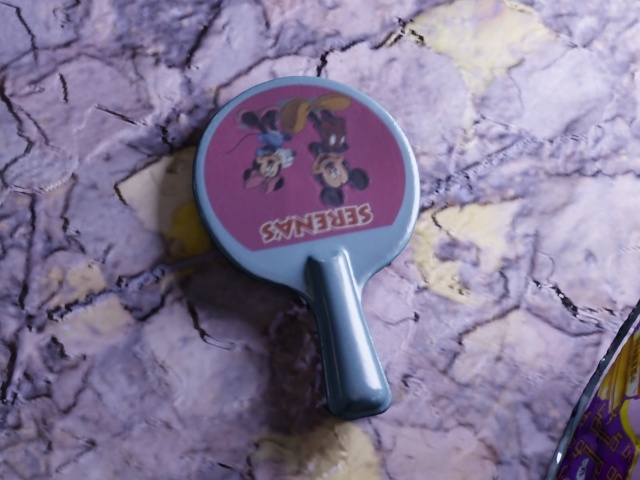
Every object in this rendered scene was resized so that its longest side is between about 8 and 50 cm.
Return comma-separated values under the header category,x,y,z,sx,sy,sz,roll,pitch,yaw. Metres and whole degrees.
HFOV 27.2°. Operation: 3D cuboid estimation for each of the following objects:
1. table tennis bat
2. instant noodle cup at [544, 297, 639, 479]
category,x,y,z,sx,sy,sz,roll,pitch,yaw
table tennis bat,0.000,0.000,0.870,0.153,0.040,0.244,-9,68,-10
instant noodle cup,0.313,0.140,0.717,0.266,0.340,0.339,31,71,-4
